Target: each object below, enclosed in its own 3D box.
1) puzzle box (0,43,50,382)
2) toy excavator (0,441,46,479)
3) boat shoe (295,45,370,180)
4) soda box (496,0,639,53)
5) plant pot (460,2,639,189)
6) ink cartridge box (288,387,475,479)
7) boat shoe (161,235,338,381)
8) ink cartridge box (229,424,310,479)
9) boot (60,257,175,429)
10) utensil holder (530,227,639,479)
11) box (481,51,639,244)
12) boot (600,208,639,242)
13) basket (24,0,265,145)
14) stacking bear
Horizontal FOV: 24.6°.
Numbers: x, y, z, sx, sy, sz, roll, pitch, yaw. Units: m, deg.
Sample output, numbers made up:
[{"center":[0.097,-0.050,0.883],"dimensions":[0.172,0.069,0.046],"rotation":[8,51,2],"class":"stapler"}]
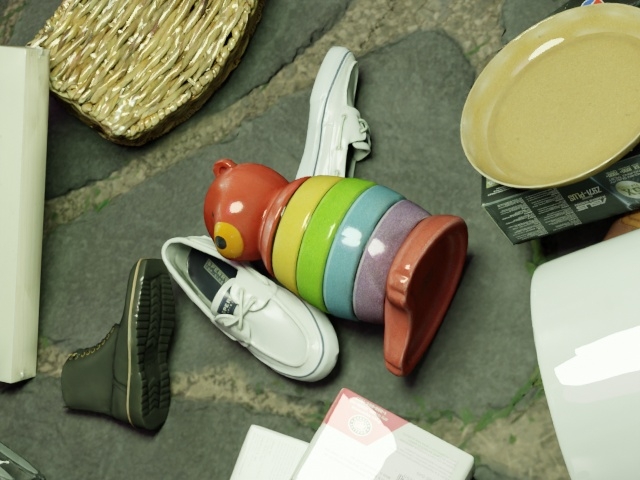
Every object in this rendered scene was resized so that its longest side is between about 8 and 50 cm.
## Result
[{"center":[-0.461,-0.047,1.818],"dimensions":[0.272,0.052,0.409],"rotation":[10,100,28],"class":"puzzle box"},{"center":[-0.563,0.242,1.719],"dimensions":[0.445,0.433,0.222],"rotation":[35,84,4],"class":"toy excavator"},{"center":[0.025,-0.116,1.736],"dimensions":[0.075,0.083,0.226],"rotation":[10,84,17],"class":"boat shoe"},{"center":[0.290,-0.233,1.676],"dimensions":[0.169,0.053,0.060],"rotation":[-35,58,6],"class":"soda box"},{"center":[0.254,-0.142,1.500],"dimensions":[0.236,0.032,0.236],"rotation":[-23,44,23],"class":"plant pot"},{"center":[0.040,0.288,1.499],"dimensions":[0.158,0.092,0.218],"rotation":[28,74,14],"class":"ink cartridge box"},{"center":[-0.089,0.077,1.673],"dimensions":[0.258,0.084,0.095],"rotation":[33,103,36],"class":"boat shoe"},{"center":[-0.001,0.318,1.569],"dimensions":[0.224,0.056,0.181],"rotation":[18,75,10],"class":"ink cartridge box"},{"center":[-0.247,0.116,1.718],"dimensions":[0.137,0.077,0.198],"rotation":[5,90,31],"class":"boot"},{"center":[0.418,0.108,1.309],"dimensions":[0.385,0.327,0.328],"rotation":[-18,61,19],"class":"utensil holder"},{"center":[0.265,-0.095,1.537],"dimensions":[0.180,0.077,0.147],"rotation":[-19,45,27],"class":"box"},{"center":[0.317,-0.065,1.567],"dimensions":[0.264,0.096,0.280],"rotation":[-29,54,18],"class":"boot"},{"center":[-0.206,-0.266,1.891],"dimensions":[0.213,0.223,0.299],"rotation":[37,85,-1],"class":"basket"},{"center":[0.000,0.000,1.615],"dimensions":[0.289,0.175,0.164],"rotation":[21,48,21],"class":"stacking bear"}]
